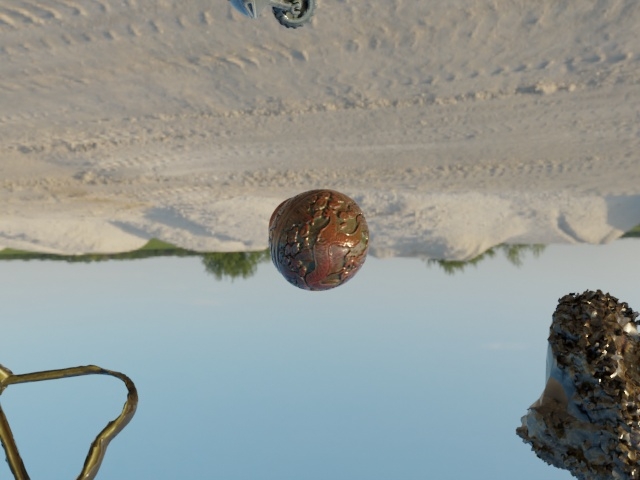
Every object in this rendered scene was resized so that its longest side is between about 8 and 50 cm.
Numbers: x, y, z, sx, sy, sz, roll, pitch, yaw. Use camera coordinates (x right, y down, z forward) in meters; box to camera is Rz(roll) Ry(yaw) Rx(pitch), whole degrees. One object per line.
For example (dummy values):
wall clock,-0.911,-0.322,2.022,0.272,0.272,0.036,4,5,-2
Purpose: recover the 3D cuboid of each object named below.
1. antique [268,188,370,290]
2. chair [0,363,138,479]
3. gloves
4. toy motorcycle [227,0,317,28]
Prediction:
antique,0.000,0.000,0.563,0.104,0.104,0.104,-1,179,0
chair,-0.231,0.105,0.175,0.160,0.325,0.170,26,146,18
gloves,0.320,0.196,0.588,0.210,0.312,0.135,-10,154,-38
toy motorcycle,-0.088,-0.473,0.963,0.159,0.270,0.106,-14,-138,-7
